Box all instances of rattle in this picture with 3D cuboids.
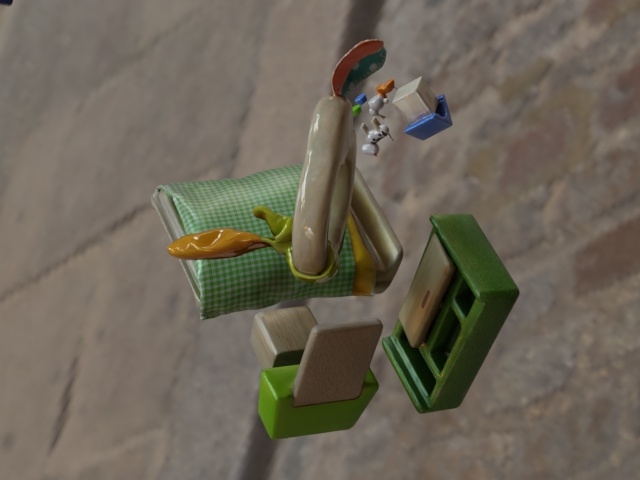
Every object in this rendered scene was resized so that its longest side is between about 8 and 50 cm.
[{"bbox_3d":[-0.030,-0.074,1.379,0.130,0.142,0.200,-36,-44,-53],"label":"rattle"}]

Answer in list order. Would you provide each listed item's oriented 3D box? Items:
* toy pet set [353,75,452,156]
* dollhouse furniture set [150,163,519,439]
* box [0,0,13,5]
[{"bbox_3d":[0.091,-0.139,2.034,0.114,0.065,0.122,-26,21,28],"label":"toy pet set"},{"bbox_3d":[0.000,0.000,1.498,0.301,0.197,0.151,61,146,39],"label":"dollhouse furniture set"},{"bbox_3d":[-0.319,-0.245,1.230,0.036,0.225,0.136,-129,47,-55],"label":"box"}]
